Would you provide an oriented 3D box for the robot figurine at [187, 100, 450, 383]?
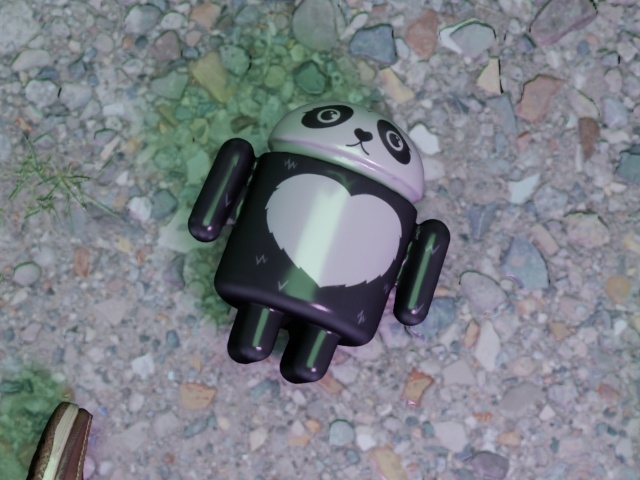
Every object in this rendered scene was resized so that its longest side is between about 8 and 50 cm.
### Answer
[{"bbox_3d":[-0.001,-0.001,1.579,0.173,0.209,0.278,11,76,41],"label":"robot figurine"}]

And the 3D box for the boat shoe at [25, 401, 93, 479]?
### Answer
[{"bbox_3d":[-0.253,0.291,1.571,0.095,0.095,0.257,17,85,-11],"label":"boat shoe"}]
